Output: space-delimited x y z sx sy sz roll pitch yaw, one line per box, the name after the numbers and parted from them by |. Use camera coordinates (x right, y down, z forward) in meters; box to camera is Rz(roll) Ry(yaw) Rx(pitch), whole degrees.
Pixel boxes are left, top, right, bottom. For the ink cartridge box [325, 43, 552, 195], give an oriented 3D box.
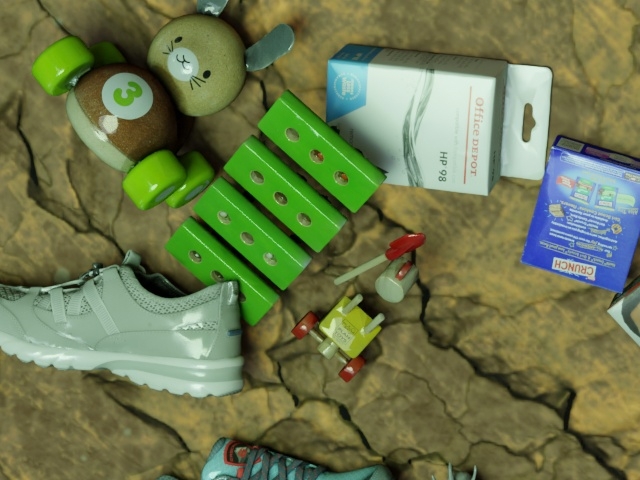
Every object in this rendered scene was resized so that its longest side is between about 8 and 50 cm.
0.097 -0.100 1.597 0.180 0.060 0.104 7 110 15 | ink cartridge box

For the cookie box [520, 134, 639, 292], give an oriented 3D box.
0.224 -0.022 1.594 0.092 0.040 0.107 18 111 11 | cookie box

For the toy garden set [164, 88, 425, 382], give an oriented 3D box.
0.000 0.000 1.628 0.204 0.049 0.244 42 139 -1 | toy garden set

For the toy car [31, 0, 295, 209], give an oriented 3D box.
-0.116 -0.143 1.615 0.188 0.149 0.155 -41 82 13 | toy car

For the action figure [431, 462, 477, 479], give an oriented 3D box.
0.151 0.331 1.704 0.185 0.099 0.285 -9 101 26 | action figure

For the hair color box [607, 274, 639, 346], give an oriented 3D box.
0.315 0.084 1.599 0.141 0.043 0.072 47 115 -1 | hair color box

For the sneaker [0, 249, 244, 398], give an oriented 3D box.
-0.189 0.062 1.725 0.281 0.105 0.115 10 93 19 | sneaker

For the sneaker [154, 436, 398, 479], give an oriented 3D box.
-0.057 0.236 1.733 0.262 0.104 0.125 -19 99 22 | sneaker
